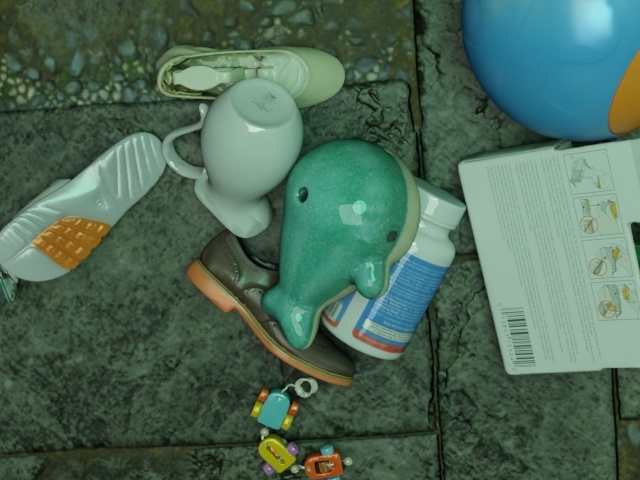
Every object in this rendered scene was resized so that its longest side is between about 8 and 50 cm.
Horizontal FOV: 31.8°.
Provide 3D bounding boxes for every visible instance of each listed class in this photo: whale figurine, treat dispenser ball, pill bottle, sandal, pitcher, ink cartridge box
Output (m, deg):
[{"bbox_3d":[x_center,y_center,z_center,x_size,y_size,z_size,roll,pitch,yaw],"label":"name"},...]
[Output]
[{"bbox_3d":[0.000,0.000,1.380,0.141,0.216,0.272,16,114,-45],"label":"whale figurine"},{"bbox_3d":[0.307,-0.259,1.299,0.288,0.288,0.288,1,103,4],"label":"treat dispenser ball"},{"bbox_3d":[0.100,0.033,1.465,0.124,0.124,0.222,27,104,-2],"label":"pill bottle"},{"bbox_3d":[-0.318,-0.047,1.512,0.265,0.076,0.102,-40,112,-9],"label":"sandal"},{"bbox_3d":[-0.116,-0.121,1.425,0.177,0.125,0.207,31,143,5],"label":"pitcher"},{"bbox_3d":[0.329,0.019,1.417,0.261,0.066,0.296,-6,104,35],"label":"ink cartridge box"}]

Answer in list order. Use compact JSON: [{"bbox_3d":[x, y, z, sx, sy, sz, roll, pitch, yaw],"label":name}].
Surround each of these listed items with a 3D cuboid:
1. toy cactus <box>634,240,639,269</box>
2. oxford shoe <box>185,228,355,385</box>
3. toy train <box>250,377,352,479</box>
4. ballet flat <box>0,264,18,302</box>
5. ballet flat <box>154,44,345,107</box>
[{"bbox_3d":[0.443,0.000,1.411,0.219,0.180,0.112,-23,120,14],"label":"toy cactus"},{"bbox_3d":[-0.049,0.091,1.507,0.271,0.097,0.098,39,97,-4],"label":"oxford shoe"},{"bbox_3d":[-0.029,0.266,1.569,0.125,0.046,0.166,-15,104,6],"label":"toy train"},{"bbox_3d":[-0.437,0.030,1.551,0.041,0.041,0.114,-23,101,9],"label":"ballet flat"},{"bbox_3d":[-0.094,-0.210,1.447,0.248,0.086,0.086,1,103,4],"label":"ballet flat"}]
